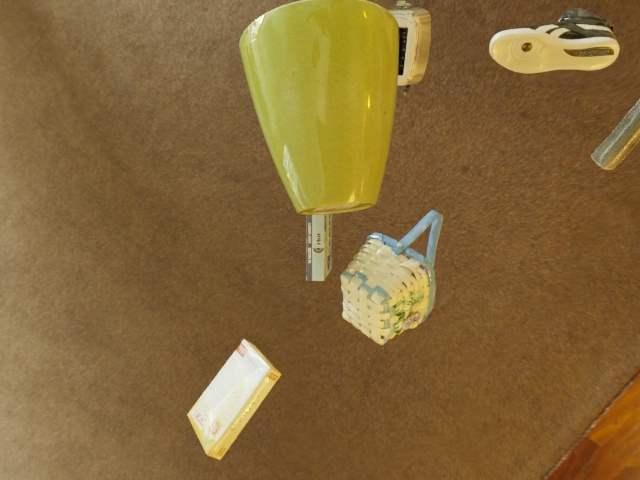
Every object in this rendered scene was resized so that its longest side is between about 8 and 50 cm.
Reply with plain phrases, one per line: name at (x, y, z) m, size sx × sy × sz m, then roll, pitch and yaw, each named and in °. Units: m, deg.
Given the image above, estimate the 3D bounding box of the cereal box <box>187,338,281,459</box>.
cereal box at (-0.216, 0.382, 1.085) m, size 0.047 × 0.173 × 0.240 m, roll 43°, pitch 80°, yaw -32°

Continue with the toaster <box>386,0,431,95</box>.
toaster at (0.204, -0.488, 1.133) m, size 0.129 × 0.146 × 0.226 m, roll 14°, pitch 118°, yaw 21°

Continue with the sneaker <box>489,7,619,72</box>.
sneaker at (0.425, -0.378, 0.819) m, size 0.217 × 0.079 × 0.121 m, roll 8°, pitch 56°, yaw 6°

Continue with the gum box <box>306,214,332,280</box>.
gum box at (0.000, 0.000, 0.982) m, size 0.041 × 0.184 × 0.156 m, roll 1°, pitch 93°, yaw 7°

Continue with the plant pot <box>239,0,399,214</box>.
plant pot at (0.014, -0.197, 0.757) m, size 0.275 × 0.275 × 0.292 m, roll -7°, pitch 88°, yaw 13°

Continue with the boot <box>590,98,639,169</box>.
boot at (0.645, -0.238, 0.893) m, size 0.076 × 0.190 × 0.208 m, roll 47°, pitch 127°, yaw 16°

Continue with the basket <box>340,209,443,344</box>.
basket at (0.189, 0.091, 1.051) m, size 0.201 × 0.254 × 0.289 m, roll 29°, pitch 58°, yaw 30°
